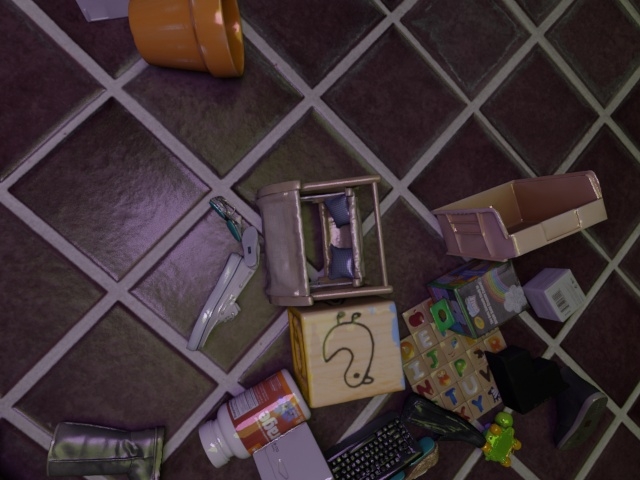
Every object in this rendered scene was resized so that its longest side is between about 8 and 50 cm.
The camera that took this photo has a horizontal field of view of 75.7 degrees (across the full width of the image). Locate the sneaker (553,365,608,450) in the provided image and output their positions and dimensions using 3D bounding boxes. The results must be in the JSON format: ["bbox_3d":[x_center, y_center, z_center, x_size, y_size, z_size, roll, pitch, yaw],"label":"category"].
[{"bbox_3d":[0.663,0.449,1.098,0.083,0.118,0.221,2,118,-17],"label":"sneaker"}]

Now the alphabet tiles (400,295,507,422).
[{"bbox_3d":[0.347,0.297,1.052,0.285,0.011,0.342,-27,95,-13],"label":"alphabet tiles"}]

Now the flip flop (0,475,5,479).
[{"bbox_3d":[-0.641,0.388,0.769,0.277,0.112,0.080,47,53,-6],"label":"flip flop"}]

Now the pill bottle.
[{"bbox_3d":[-0.138,0.378,0.875,0.216,0.121,0.121,-28,95,-13],"label":"pill bottle"}]

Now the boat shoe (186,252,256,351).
[{"bbox_3d":[-0.206,0.139,0.883,0.076,0.083,0.226,27,82,-11],"label":"boat shoe"}]

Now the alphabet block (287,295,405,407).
[{"bbox_3d":[0.045,0.222,0.888,0.197,0.193,0.192,-7,88,-14],"label":"alphabet block"}]

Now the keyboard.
[{"bbox_3d":[0.094,0.551,0.926,0.317,0.033,0.201,-28,64,-12],"label":"keyboard"}]

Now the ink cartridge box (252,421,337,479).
[{"bbox_3d":[-0.040,0.493,0.852,0.127,0.128,0.176,-28,135,-12],"label":"ink cartridge box"}]

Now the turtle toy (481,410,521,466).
[{"bbox_3d":[0.450,0.497,1.043,0.095,0.066,0.130,39,80,-10],"label":"turtle toy"}]

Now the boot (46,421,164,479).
[{"bbox_3d":[-0.430,0.461,0.826,0.209,0.076,0.189,6,73,-20],"label":"boot"}]

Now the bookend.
[{"bbox_3d":[0.527,0.330,1.054,0.156,0.072,0.157,-23,94,-15],"label":"bookend"}]

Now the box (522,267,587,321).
[{"bbox_3d":[0.612,0.140,1.082,0.102,0.087,0.101,-35,97,-13],"label":"box"}]

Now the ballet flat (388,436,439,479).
[{"bbox_3d":[0.201,0.555,0.983,0.206,0.073,0.067,-27,109,-9],"label":"ballet flat"}]

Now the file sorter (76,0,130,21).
[{"bbox_3d":[-0.366,-0.587,0.811,0.278,0.193,0.172,-17,89,-14],"label":"file sorter"}]

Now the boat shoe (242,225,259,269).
[{"bbox_3d":[-0.149,0.018,0.905,0.035,0.035,0.100,-12,62,5],"label":"boat shoe"}]

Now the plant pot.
[{"bbox_3d":[-0.269,-0.434,0.837,0.188,0.205,0.205,-4,90,1],"label":"plant pot"}]

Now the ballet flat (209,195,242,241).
[{"bbox_3d":[-0.199,-0.052,0.915,0.041,0.041,0.114,-37,98,-12],"label":"ballet flat"}]

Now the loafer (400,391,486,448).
[{"bbox_3d":[0.295,0.448,0.995,0.223,0.076,0.078,29,87,-7],"label":"loafer"}]

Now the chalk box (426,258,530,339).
[{"bbox_3d":[0.354,0.143,0.987,0.213,0.132,0.132,-24,95,-12],"label":"chalk box"}]

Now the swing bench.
[{"bbox_3d":[0.000,0.000,0.897,0.255,0.165,0.253,-7,91,-13],"label":"swing bench"}]

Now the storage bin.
[{"bbox_3d":[0.451,-0.058,0.962,0.263,0.260,0.123,-20,97,-14],"label":"storage bin"}]
